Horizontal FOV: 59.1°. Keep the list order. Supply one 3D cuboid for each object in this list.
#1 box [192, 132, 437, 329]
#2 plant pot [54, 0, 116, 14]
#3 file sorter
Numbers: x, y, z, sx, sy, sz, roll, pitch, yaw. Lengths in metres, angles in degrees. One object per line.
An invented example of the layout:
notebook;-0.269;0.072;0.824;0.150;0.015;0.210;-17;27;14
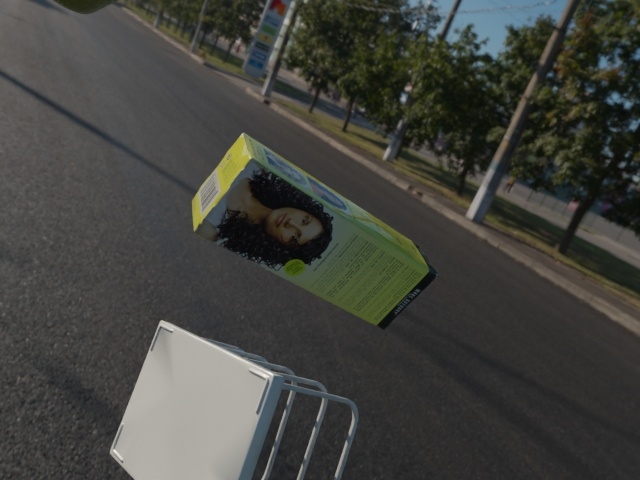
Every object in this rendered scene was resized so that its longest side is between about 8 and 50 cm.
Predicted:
box;0.000;0.000;0.533;0.232;0.087;0.058;29;22;-31
plant pot;-0.067;-0.325;0.333;0.367;0.353;0.366;61;4;-7
file sorter;-0.112;0.245;0.739;0.173;0.193;0.277;26;-11;-40
